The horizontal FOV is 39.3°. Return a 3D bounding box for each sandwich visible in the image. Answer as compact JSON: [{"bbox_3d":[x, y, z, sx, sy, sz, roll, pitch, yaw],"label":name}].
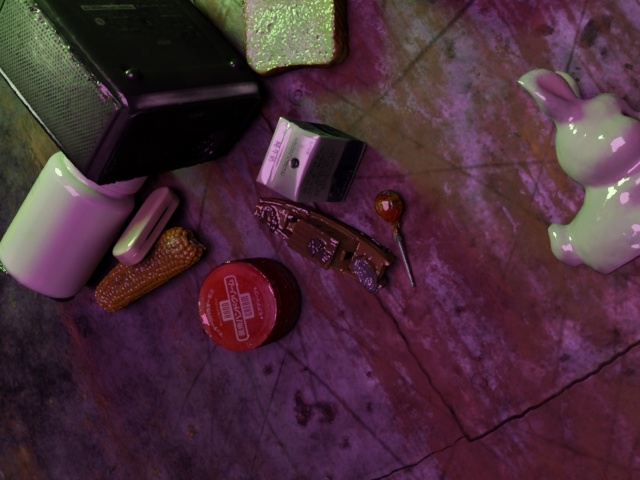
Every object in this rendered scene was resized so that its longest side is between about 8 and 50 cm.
[{"bbox_3d":[-0.053,-0.433,1.820,0.214,0.065,0.186,-1,92,26],"label":"sandwich"}]

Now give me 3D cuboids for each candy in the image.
[{"bbox_3d":[0.154,-0.003,1.758,0.060,0.060,0.201,-15,95,25],"label":"candy"}]

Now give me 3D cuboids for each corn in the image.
[{"bbox_3d":[-0.379,0.058,1.982,0.310,0.101,0.101,-29,80,25],"label":"corn"}]

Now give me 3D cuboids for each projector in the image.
[{"bbox_3d":[-0.386,-0.350,1.782,0.405,0.395,0.242,50,127,15],"label":"projector"}]

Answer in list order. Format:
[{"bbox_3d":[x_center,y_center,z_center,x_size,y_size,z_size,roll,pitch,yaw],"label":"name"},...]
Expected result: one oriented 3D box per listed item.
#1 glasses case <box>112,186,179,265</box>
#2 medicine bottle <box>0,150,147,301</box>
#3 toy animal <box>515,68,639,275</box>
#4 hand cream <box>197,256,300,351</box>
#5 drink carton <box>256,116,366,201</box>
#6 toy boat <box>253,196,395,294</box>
[{"bbox_3d":[-0.376,-0.032,1.938,0.083,0.050,0.196,-6,47,46],"label":"glasses case"},{"bbox_3d":[-0.540,-0.070,1.985,0.213,0.213,0.379,42,109,17],"label":"medicine bottle"},{"bbox_3d":[0.467,-0.129,1.524,0.241,0.196,0.368,-22,86,26],"label":"toy animal"},{"bbox_3d":[-0.146,0.130,1.860,0.193,0.125,0.193,1,92,26],"label":"hand cream"},{"bbox_3d":[-0.014,-0.152,1.729,0.102,0.222,0.134,29,104,21],"label":"drink carton"},{"bbox_3d":[0.000,0.000,1.789,0.321,0.121,0.089,30,110,21],"label":"toy boat"}]
